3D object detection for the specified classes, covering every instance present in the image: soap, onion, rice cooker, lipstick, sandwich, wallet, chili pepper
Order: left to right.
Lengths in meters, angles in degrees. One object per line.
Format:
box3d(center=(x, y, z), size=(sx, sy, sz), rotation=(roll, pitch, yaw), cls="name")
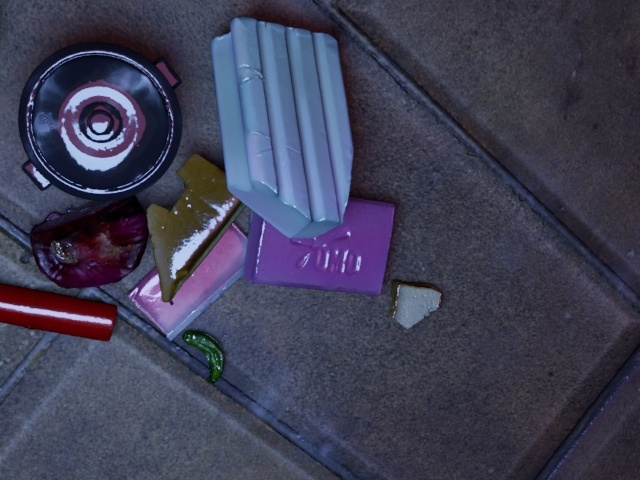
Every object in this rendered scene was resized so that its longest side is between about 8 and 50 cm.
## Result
box3d(center=(-0.494, 0.117, 1.319), size=(0.280, 0.073, 0.073), rotation=(14, 94, -16), cls="lipstick")
box3d(center=(-0.379, 0.012, 1.254), size=(0.195, 0.218, 0.139), rotation=(-12, 105, -1), cls="onion")
box3d(center=(-0.348, -0.188, 1.230), size=(0.281, 0.227, 0.241), rotation=(-38, 105, -6), cls="rice cooker")
box3d(center=(-0.230, -0.016, 1.323), size=(0.128, 0.122, 0.235), rotation=(37, 84, 5), cls="sandwich")
box3d(center=(-0.227, 0.062, 1.402), size=(0.232, 0.025, 0.119), rotation=(-43, 106, -5), cls="wallet")
box3d(center=(-0.208, 0.207, 1.426), size=(0.056, 0.035, 0.117), rotation=(-25, 113, 3), cls="chili pepper")
box3d(center=(-0.056, -0.182, 1.285), size=(0.208, 0.115, 0.346), rotation=(0, 75, -35), cls="soap")
box3d(center=(0.001, 0.000, 1.411), size=(0.260, 0.081, 0.181), rotation=(9, 95, -21), cls="soap")
box3d(center=(0.185, 0.126, 1.512), size=(0.105, 0.036, 0.093), rotation=(4, 96, -16), cls="sandwich")
